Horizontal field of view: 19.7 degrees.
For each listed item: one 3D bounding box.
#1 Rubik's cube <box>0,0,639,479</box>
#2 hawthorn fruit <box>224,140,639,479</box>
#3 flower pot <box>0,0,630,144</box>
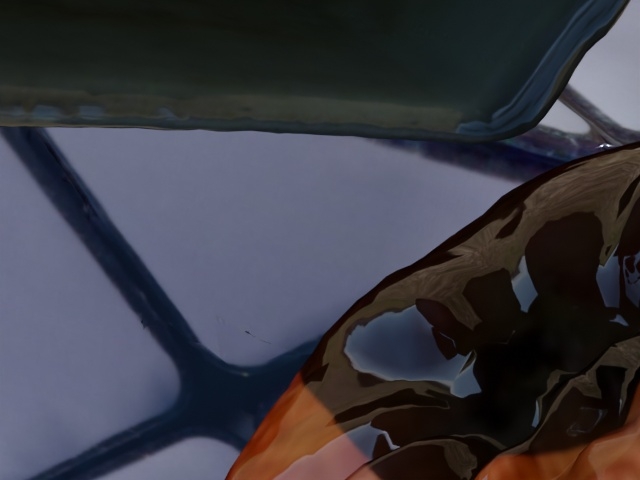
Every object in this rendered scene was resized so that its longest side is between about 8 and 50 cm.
[{"bbox_3d":[0.000,0.000,0.849,0.310,0.307,0.305,16,121,8],"label":"Rubik's cube"},{"bbox_3d":[0.106,0.113,0.431,0.275,0.275,0.299,25,149,35],"label":"hawthorn fruit"},{"bbox_3d":[-0.035,-0.148,0.362,0.189,0.209,0.239,41,156,54],"label":"flower pot"}]
